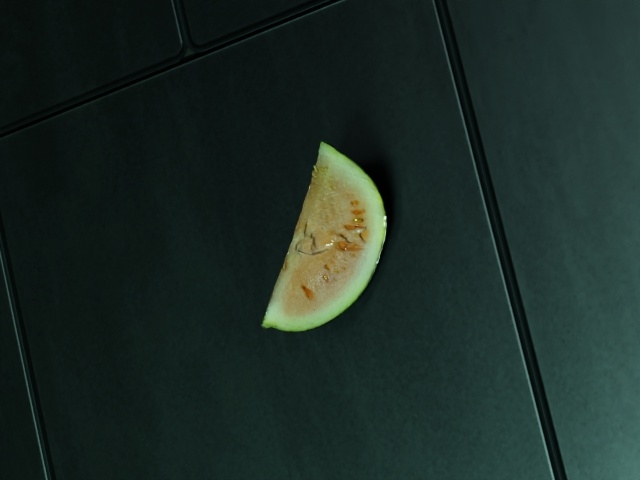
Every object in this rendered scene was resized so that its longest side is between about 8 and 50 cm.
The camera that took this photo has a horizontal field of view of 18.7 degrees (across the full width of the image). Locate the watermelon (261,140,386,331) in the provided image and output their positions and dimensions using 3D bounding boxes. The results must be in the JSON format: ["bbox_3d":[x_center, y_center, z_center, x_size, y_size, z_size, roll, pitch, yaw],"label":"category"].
[{"bbox_3d":[-0.001,-0.002,1.636,0.069,0.087,0.163,32,105,59],"label":"watermelon"}]
